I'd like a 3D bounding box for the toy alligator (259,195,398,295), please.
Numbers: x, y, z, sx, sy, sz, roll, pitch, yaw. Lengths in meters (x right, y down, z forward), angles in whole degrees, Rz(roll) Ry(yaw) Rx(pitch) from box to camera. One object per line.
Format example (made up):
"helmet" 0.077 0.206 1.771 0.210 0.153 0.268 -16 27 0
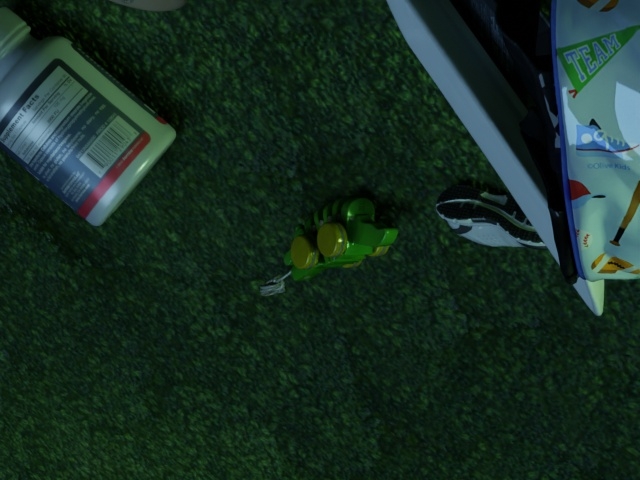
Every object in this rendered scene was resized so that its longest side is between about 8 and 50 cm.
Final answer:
"toy alligator" 0.000 0.000 1.554 0.189 0.056 0.051 -24 71 52

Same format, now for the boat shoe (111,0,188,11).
"boat shoe" -0.252 -0.252 1.422 0.341 0.122 0.110 20 140 20

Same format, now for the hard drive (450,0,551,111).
"hard drive" 0.108 -0.160 1.230 0.135 0.022 0.094 57 171 25

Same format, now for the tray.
"tray" 0.117 -0.082 1.249 0.270 0.030 0.145 58 180 26

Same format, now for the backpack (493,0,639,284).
"backpack" 0.214 -0.102 1.070 0.213 0.263 0.276 1 132 27

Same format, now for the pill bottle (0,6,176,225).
"pill bottle" -0.221 -0.107 1.569 0.180 0.108 0.108 41 144 -4

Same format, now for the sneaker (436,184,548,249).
"sneaker" 0.143 -0.013 1.431 0.109 0.040 0.044 17 156 32
